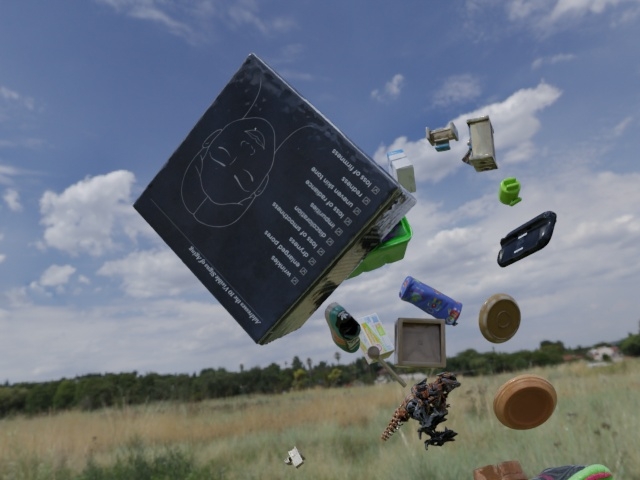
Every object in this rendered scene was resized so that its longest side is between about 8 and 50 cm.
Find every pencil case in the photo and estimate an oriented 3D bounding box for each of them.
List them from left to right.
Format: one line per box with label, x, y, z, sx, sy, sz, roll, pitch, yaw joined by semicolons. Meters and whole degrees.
pencil case;0.513;0.286;2.440;0.306;0.133;0.119;29;17;0

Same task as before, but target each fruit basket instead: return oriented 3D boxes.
fruit basket;0.082;-0.035;1.595;0.392;0.283;0.392;-12;-37;-9

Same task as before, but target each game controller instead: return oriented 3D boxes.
game controller;0.806;0.001;2.049;0.067;0.166;0.319;21;-24;-8

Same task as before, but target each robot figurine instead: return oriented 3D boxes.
robot figurine;0.634;-0.165;1.750;0.067;0.101;0.115;-16;-32;2

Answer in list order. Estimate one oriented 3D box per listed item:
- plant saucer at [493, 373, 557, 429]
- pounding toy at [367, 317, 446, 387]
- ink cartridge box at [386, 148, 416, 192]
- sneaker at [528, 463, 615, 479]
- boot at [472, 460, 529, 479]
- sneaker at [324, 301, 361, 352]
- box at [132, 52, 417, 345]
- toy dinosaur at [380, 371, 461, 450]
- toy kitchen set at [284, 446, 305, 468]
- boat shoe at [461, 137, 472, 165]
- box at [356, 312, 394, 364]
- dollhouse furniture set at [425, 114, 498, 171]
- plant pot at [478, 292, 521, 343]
plant saucer;0.639;0.510;1.614;0.200;0.200;0.037;-9;19;1
pounding toy;0.227;0.305;1.408;0.206;0.181;0.094;2;-15;2
ink cartridge box;0.368;-0.313;2.377;0.082;0.191;0.140;-13;-58;1
sneaker;0.908;1.004;2.048;0.482;0.185;0.202;-10;-19;-3
boot;0.539;0.676;1.324;0.283;0.220;0.109;-13;-54;10
sneaker;0.112;0.386;2.146;0.108;0.121;0.302;-40;-48;-15
box;-0.106;-0.092;1.281;0.472;0.480;0.297;-47;-14;11
toy dinosaur;0.362;0.600;1.821;0.164;0.218;0.322;31;-79;-33
toy kitchen set;-0.092;0.838;1.951;0.068;0.075;0.083;-35;-52;-6
boat shoe;0.679;-0.423;2.288;0.066;0.183;0.066;25;2;14
box;0.247;0.465;2.465;0.114;0.203;0.103;-13;-30;-26
dollhouse furniture set;0.430;-0.278;1.576;0.183;0.129;0.129;-7;-13;25
plant pot;0.832;0.360;2.388;0.236;0.236;0.032;-2;4;-21
